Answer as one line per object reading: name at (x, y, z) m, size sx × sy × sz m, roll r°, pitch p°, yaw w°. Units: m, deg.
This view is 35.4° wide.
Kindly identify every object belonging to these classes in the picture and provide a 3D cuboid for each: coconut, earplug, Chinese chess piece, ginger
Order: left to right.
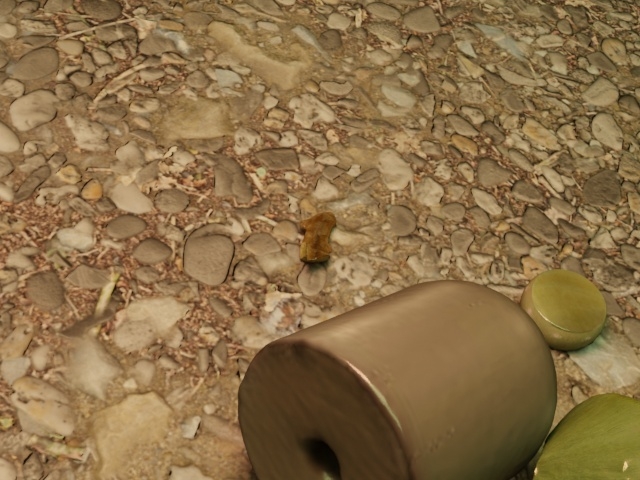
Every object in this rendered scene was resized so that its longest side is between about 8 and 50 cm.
ginger at (-0.006, -0.001, 1.673) m, size 0.057 × 0.044 × 0.137 m, roll -7°, pitch 40°, yaw 18°
earplug at (0.137, 0.218, 1.340) m, size 0.394 × 0.313 × 0.312 m, roll -20°, pitch 58°, yaw -39°
Chinese chess piece at (0.405, 0.116, 1.676) m, size 0.144 × 0.058 × 0.144 m, roll 7°, pitch 49°, yaw -8°
coconut at (0.415, 0.351, 1.329) m, size 0.328 × 0.281 × 0.328 m, roll 21°, pitch 39°, yaw -18°
